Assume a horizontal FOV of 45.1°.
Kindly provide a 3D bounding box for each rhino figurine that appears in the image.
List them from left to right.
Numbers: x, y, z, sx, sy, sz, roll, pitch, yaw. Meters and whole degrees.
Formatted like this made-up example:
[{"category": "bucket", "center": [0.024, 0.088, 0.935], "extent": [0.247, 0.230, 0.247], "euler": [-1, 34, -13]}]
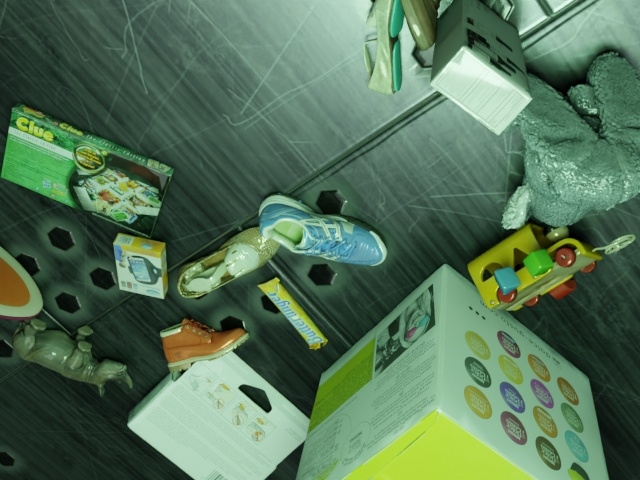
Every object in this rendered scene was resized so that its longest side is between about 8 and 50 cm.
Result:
[{"category": "rhino figurine", "center": [-0.454, 0.212, 1.421], "extent": [0.243, 0.073, 0.106], "euler": [30, 119, -11]}]

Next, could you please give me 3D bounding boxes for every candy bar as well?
[{"category": "candy bar", "center": [-0.044, 0.126, 1.320], "extent": [0.040, 0.018, 0.161], "euler": [-27, 113, 25]}]

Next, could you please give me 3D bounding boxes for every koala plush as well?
[{"category": "koala plush", "center": [0.328, -0.092, 1.021], "extent": [0.196, 0.203, 0.221], "euler": [-12, 151, -7]}]

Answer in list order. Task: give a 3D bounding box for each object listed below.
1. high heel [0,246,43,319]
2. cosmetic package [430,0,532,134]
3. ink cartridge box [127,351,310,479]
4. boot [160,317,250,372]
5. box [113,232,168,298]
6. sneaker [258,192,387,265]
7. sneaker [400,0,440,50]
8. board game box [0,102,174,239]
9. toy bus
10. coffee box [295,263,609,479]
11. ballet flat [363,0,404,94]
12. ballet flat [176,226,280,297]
[{"category": "high heel", "center": [-0.675, 0.047, 1.358], "extent": [0.377, 0.127, 0.181], "euler": [34, 145, -13]}, {"category": "cosmetic package", "center": [0.190, -0.221, 0.918], "extent": [0.099, 0.239, 0.060], "euler": [35, 122, -12]}, {"category": "ink cartridge box", "center": [-0.183, 0.341, 1.463], "extent": [0.239, 0.060, 0.275], "euler": [-44, 107, 5]}, {"category": "boot", "center": [-0.206, 0.171, 1.357], "extent": [0.158, 0.059, 0.084], "euler": [-18, 93, 6]}, {"category": "box", "center": [-0.301, 0.050, 1.301], "extent": [0.081, 0.028, 0.136], "euler": [12, 135, 4]}, {"category": "sneaker", "center": [0.000, 0.000, 1.192], "extent": [0.211, 0.081, 0.080], "euler": [17, 122, -2]}, {"category": "sneaker", "center": [0.124, -0.325, 0.924], "extent": [0.071, 0.066, 0.188], "euler": [-14, 84, 13]}, {"category": "board game box", "center": [-0.373, -0.107, 1.226], "extent": [0.260, 0.030, 0.136], "euler": [24, 126, -5]}, {"category": "toy bus", "center": [0.318, 0.022, 1.133], "extent": [0.202, 0.104, 0.191], "euler": [-18, 155, -14]}, {"category": "coffee box", "center": [0.200, 0.321, 1.208], "extent": [0.338, 0.334, 0.338], "euler": [37, 121, -13]}, {"category": "ballet flat", "center": [0.081, -0.271, 1.019], "extent": [0.052, 0.057, 0.168], "euler": [12, 124, 18]}, {"category": "ballet flat", "center": [-0.152, 0.043, 1.257], "extent": [0.206, 0.067, 0.073], "euler": [-30, 112, 25]}]
